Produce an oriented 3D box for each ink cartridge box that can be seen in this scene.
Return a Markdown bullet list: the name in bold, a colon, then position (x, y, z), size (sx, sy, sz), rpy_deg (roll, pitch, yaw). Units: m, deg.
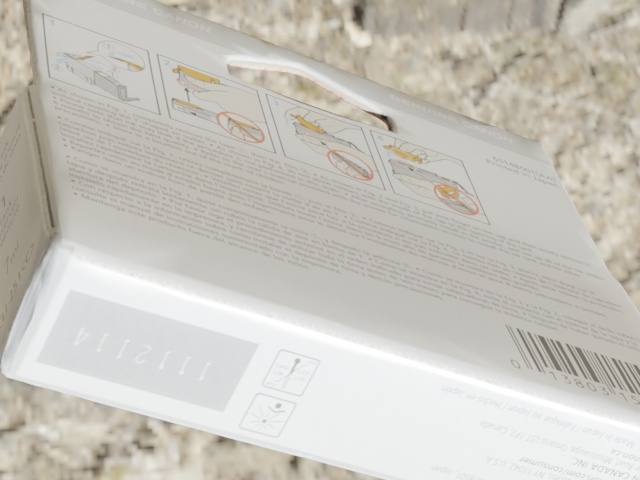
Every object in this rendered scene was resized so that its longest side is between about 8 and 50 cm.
- **ink cartridge box**: position (0.000, 0.000, 0.828), size (0.296, 0.261, 0.066), rpy_deg (18, 115, -22)
